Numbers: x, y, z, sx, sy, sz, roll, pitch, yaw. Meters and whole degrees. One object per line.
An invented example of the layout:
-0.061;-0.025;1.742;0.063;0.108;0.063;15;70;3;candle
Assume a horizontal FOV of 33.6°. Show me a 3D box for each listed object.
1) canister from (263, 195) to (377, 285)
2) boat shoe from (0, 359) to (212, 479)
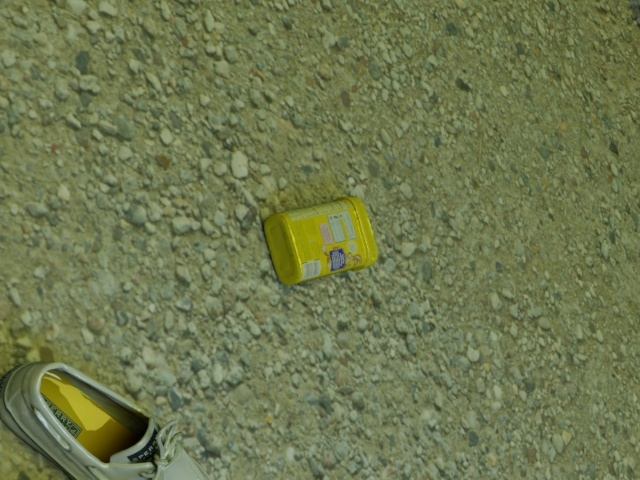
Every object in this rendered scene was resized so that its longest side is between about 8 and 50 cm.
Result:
0.000;0.000;1.730;0.170;0.073;0.126;-13;85;-40;canister
-0.240;0.274;1.383;0.367;0.156;0.136;46;53;-20;boat shoe
